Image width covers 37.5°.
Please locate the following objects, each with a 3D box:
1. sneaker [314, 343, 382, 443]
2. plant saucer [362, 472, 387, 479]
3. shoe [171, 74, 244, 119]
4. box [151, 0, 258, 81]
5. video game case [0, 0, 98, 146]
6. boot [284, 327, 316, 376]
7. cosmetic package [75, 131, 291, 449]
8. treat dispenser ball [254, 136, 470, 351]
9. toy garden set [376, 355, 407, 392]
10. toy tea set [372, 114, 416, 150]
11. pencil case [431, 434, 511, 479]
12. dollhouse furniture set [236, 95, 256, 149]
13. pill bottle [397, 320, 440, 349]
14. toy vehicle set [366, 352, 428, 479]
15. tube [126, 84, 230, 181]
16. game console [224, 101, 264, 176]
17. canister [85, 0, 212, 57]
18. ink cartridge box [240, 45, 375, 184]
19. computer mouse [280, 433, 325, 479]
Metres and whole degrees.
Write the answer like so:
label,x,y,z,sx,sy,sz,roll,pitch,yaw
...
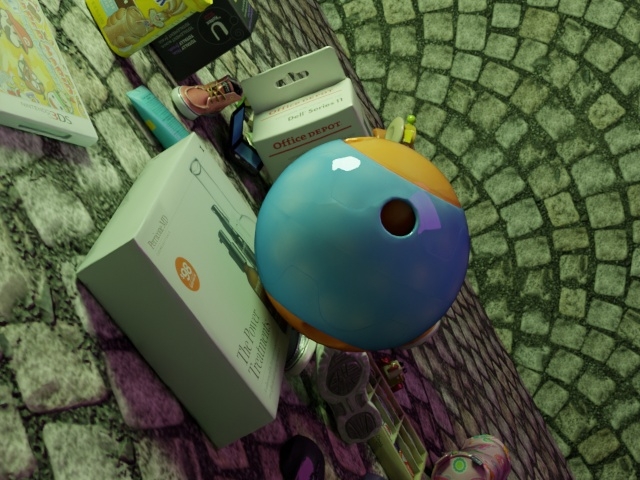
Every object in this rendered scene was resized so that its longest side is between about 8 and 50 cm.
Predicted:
label,x,y,z,sx,sy,sz,roll,pitch,yaw
sneaker,0.028,0.216,1.511,0.115,0.090,0.232,-122,-164,-52
plant saucer,0.108,0.428,1.527,0.119,0.021,0.119,54,16,-24
shoe,-0.197,-0.260,1.675,0.064,0.081,0.178,61,16,2
box,-0.254,-0.449,1.674,0.270,0.165,0.143,55,16,-20
video game case,-0.378,-0.231,1.161,0.227,0.026,0.206,64,16,12
boot,-0.057,0.131,1.482,0.086,0.069,0.190,37,23,-18
cosmetic package,-0.153,0.048,1.253,0.284,0.097,0.377,53,17,-19
treat dispenser ball,0.055,0.005,1.262,0.288,0.288,0.288,53,17,-24
toy garden set,0.112,0.181,1.778,0.204,0.049,0.244,63,-3,12
toy tea set,0.160,-0.113,2.137,0.124,0.336,0.200,16,0,-19
pencil case,0.308,0.464,1.911,0.124,0.124,0.284,64,17,13
dollhouse furniture set,-0.114,-0.238,1.891,0.076,0.059,0.152,2,49,-38
pill bottle,0.158,0.120,2.043,0.216,0.121,0.121,56,16,-16
toy vehicle set,0.106,0.311,1.698,0.267,0.035,0.166,60,15,-3
tube,-0.224,-0.156,1.478,0.207,0.052,0.080,52,12,-11
game console,-0.133,-0.188,1.755,0.107,0.071,0.122,40,19,-7
canister,-0.273,-0.382,1.488,0.126,0.169,0.073,61,16,4
ink cartridge box,0.002,-0.167,1.801,0.119,0.207,0.354,-93,160,-54
computer mouse,-0.018,0.346,1.244,0.071,0.041,0.242,53,18,-29
